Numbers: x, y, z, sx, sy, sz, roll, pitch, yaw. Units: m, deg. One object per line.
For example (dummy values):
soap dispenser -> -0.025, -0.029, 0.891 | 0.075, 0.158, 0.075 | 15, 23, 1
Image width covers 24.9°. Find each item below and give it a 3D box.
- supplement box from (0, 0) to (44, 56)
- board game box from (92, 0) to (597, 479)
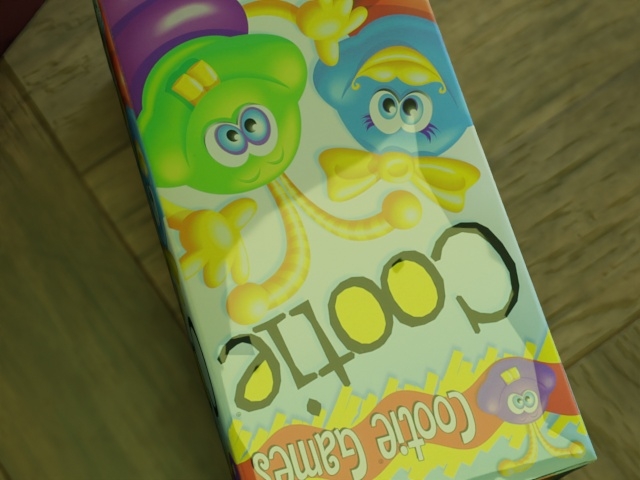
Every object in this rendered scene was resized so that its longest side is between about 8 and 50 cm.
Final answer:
supplement box -> -0.207, -0.164, 0.675 | 0.129, 0.191, 0.194 | 33, 75, 6
board game box -> 0.000, 0.000, 0.667 | 0.142, 0.144, 0.275 | -17, 75, -7
